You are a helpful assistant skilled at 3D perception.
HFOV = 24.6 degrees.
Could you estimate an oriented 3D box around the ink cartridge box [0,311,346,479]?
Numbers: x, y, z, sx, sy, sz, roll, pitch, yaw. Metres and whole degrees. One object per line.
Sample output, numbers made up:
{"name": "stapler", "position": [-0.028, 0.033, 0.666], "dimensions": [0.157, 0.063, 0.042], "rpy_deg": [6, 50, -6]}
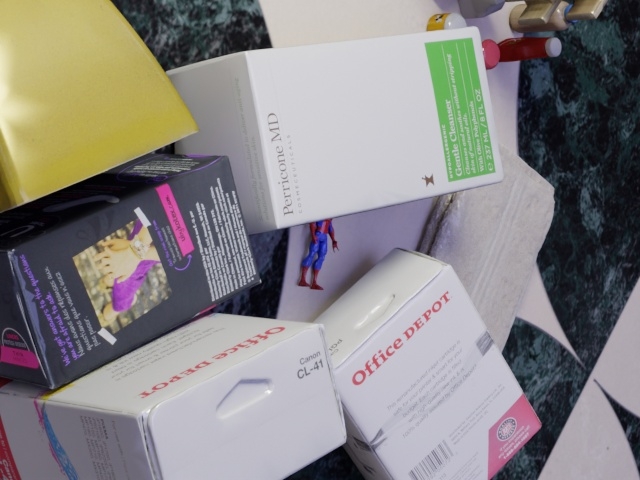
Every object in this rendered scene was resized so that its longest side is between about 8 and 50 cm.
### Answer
{"name": "ink cartridge box", "position": [-0.163, 0.163, 1.412], "dimensions": [0.226, 0.306, 0.131], "rpy_deg": [-25, 109, -38]}

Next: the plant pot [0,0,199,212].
{"name": "plant pot", "position": [-0.280, -0.136, 1.369], "dimensions": [0.212, 0.212, 0.187], "rpy_deg": [-27, 99, -38]}

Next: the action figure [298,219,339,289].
{"name": "action figure", "position": [0.000, 0.000, 1.743], "dimensions": [0.038, 0.030, 0.115], "rpy_deg": [14, 81, -39]}

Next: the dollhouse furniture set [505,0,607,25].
{"name": "dollhouse furniture set", "position": [0.239, -0.396, 1.790], "dimensions": [0.161, 0.242, 0.212], "rpy_deg": [-55, 126, -26]}

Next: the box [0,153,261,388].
{"name": "box", "position": [-0.219, 0.022, 1.447], "dimensions": [0.270, 0.165, 0.143], "rpy_deg": [-26, 110, -38]}

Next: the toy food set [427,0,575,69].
{"name": "toy food set", "position": [0.254, -0.286, 1.904], "dimensions": [0.232, 0.104, 0.111], "rpy_deg": [-28, 111, -38]}

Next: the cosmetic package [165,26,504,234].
{"name": "cosmetic package", "position": [0.022, -0.125, 1.660], "dimensions": [0.365, 0.155, 0.197], "rpy_deg": [-15, 96, -43]}

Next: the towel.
{"name": "towel", "position": [0.207, 0.013, 1.922], "dimensions": [0.187, 0.049, 0.282], "rpy_deg": [36, 70, -37]}

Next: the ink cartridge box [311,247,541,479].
{"name": "ink cartridge box", "position": [0.114, 0.179, 1.772], "dimensions": [0.207, 0.117, 0.283], "rpy_deg": [-41, 120, -17]}
